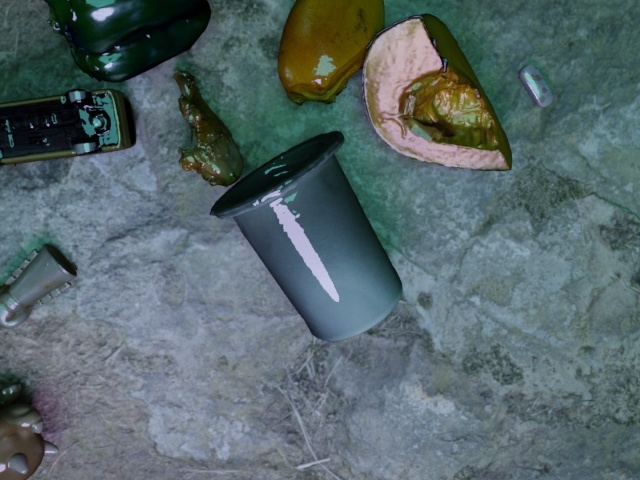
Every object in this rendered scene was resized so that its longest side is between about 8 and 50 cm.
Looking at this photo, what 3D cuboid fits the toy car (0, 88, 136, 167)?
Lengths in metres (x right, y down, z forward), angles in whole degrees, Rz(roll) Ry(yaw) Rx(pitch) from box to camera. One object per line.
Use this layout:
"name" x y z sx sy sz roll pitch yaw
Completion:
"toy car" -0.429 -0.176 0.952 0.256 0.124 0.101 -7 99 3

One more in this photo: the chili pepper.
"chili pepper" -0.295 -0.379 0.886 0.256 0.248 0.233 -28 89 -13

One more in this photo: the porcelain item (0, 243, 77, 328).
"porcelain item" -0.515 0.102 1.011 0.213 0.054 0.084 -41 99 -1

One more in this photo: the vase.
"vase" 0.000 0.000 0.992 0.245 0.245 0.291 -33 109 -2

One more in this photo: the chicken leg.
"chicken leg" -0.202 -0.182 1.000 0.101 0.085 0.208 -24 92 -17

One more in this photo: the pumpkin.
"pumpkin" 0.189 -0.237 1.038 0.169 0.148 0.312 -25 112 32

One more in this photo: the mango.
"mango" 0.022 -0.342 0.985 0.153 0.126 0.252 26 85 0

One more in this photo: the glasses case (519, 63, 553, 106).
"glasses case" 0.395 -0.282 1.095 0.032 0.021 0.083 -36 101 -4

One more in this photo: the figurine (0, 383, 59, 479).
"figurine" -0.566 0.354 0.980 0.247 0.177 0.173 -24 82 -15
